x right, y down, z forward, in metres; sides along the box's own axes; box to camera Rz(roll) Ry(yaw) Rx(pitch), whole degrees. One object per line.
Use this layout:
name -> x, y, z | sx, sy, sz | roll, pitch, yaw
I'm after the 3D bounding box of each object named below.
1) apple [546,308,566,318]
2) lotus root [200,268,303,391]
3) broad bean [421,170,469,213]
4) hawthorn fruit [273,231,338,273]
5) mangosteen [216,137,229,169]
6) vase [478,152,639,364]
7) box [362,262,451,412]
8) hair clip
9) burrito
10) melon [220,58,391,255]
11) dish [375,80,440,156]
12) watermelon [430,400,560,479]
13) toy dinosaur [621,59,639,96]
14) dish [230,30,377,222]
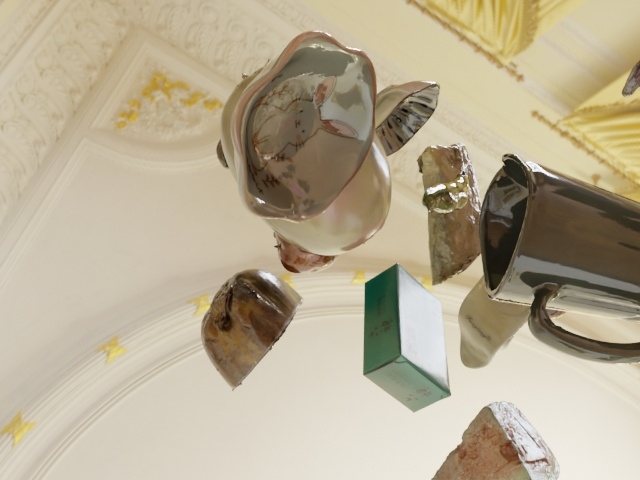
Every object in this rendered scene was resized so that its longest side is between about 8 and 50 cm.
apple -> 0.627, 0.159, 1.801 | 0.146, 0.146, 0.146 | 13, -118, -25
lotus root -> -0.175, 0.191, 1.499 | 0.192, 0.272, 0.272 | 43, -127, -7
broad bean -> 0.239, -0.083, 1.174 | 0.060, 0.043, 0.297 | 60, -153, 2
hawthorn fruit -> -0.013, 0.009, 1.418 | 0.189, 0.149, 0.149 | 15, -120, -8
mangosteen -> -0.104, -0.180, 1.308 | 0.210, 0.210, 0.209 | 13, -118, -25
vase -> 0.325, 0.031, 0.694 | 0.301, 0.156, 0.251 | 15, -130, 4
box -> 0.163, 0.183, 1.243 | 0.153, 0.092, 0.245 | 40, -149, -25
hair clip -> 0.447, 0.230, 1.726 | 0.113, 0.282, 0.172 | -22, -130, -21
burrito -> 0.321, -0.070, 1.539 | 0.175, 0.107, 0.347 | -1, -98, -30
melon -> -0.020, -0.125, 0.987 | 0.223, 0.223, 0.317 | -43, -73, -37
dish -> 0.129, -0.230, 1.174 | 0.191, 0.190, 0.066 | -28, -112, -37
watermelon -> 0.373, 0.463, 1.420 | 0.213, 0.262, 0.201 | 11, -117, -49
toy dinosaur -> 0.733, -0.379, 1.351 | 0.077, 0.162, 0.294 | 31, -106, 31
dish -> -0.034, -0.134, 0.748 | 0.229, 0.229, 0.081 | -25, -139, -37
